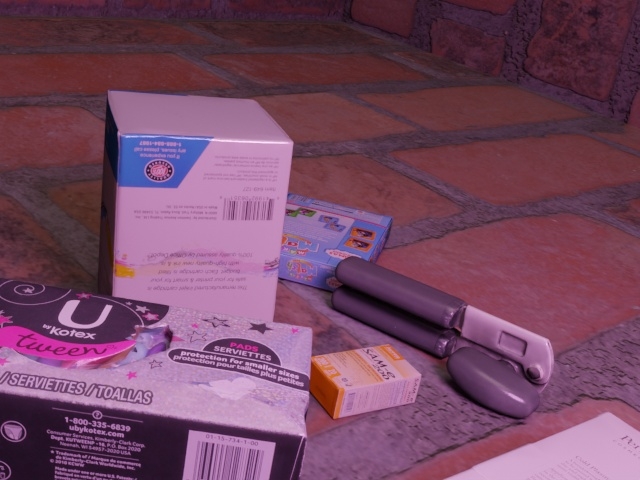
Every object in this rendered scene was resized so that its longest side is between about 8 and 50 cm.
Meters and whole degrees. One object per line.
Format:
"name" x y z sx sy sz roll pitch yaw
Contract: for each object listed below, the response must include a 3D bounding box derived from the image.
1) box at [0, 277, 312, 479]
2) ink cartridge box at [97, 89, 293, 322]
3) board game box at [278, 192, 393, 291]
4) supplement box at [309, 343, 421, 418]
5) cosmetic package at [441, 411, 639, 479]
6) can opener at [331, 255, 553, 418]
"box" -0.139 0.141 0.634 0.247 0.163 0.142 9 25 -3
"ink cartridge box" -0.142 -0.023 0.919 0.171 0.232 0.168 1 23 -19
"board game box" 0.000 0.000 1.166 0.160 0.039 0.211 14 23 10
"supplement box" 0.042 0.140 0.867 0.098 0.036 0.062 -5 28 -31
"cosmetic package" 0.243 0.279 0.556 0.285 0.097 0.377 -11 31 -35
"can opener" 0.125 0.095 0.954 0.280 0.074 0.093 26 29 33
